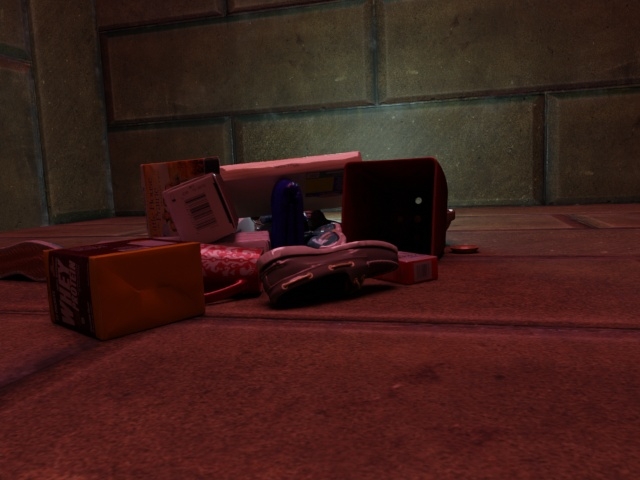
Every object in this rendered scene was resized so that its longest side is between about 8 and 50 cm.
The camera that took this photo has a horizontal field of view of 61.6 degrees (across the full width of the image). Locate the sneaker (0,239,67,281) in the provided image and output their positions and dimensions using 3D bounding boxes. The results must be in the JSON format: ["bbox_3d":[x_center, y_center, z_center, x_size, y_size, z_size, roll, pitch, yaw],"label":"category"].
[{"bbox_3d":[-0.742,0.044,1.411,0.302,0.108,0.121,-1,11,25],"label":"sneaker"}]

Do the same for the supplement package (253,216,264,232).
[{"bbox_3d":[-0.345,-0.101,2.335,0.204,0.145,0.262,-8,9,-36],"label":"supplement package"}]

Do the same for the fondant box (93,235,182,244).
[{"bbox_3d":[-0.429,0.056,1.251,0.238,0.096,0.330,-4,8,-7],"label":"fondant box"}]

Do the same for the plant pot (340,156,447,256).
[{"bbox_3d":[0.231,-0.072,1.509,0.267,0.267,0.236,2,-4,31],"label":"plant pot"}]

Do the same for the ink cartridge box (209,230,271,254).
[{"bbox_3d":[-0.205,0.033,1.372,0.159,0.092,0.218,-4,6,-5],"label":"ink cartridge box"}]

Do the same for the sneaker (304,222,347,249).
[{"bbox_3d":[0.000,0.000,1.421,0.110,0.107,0.275,13,4,-8],"label":"sneaker"}]

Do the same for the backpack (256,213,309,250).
[{"bbox_3d":[-0.138,-0.026,1.758,0.158,0.116,0.173,1,11,36],"label":"backpack"}]

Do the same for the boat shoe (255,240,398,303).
[{"bbox_3d":[0.028,0.063,1.040,0.305,0.091,0.109,-4,-30,-28],"label":"boat shoe"}]

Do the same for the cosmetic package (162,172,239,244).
[{"bbox_3d":[-0.288,-0.080,1.342,0.129,0.153,0.296,-23,10,-5],"label":"cosmetic package"}]

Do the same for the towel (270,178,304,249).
[{"bbox_3d":[-0.095,-0.043,1.396,0.076,0.227,0.308,-3,8,-8],"label":"towel"}]

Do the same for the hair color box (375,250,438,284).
[{"bbox_3d":[0.170,0.056,1.201,0.093,0.053,0.167,-8,7,-34],"label":"hair color box"}]

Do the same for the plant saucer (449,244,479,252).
[{"bbox_3d":[0.411,0.025,1.534,0.083,0.015,0.083,-3,6,0],"label":"plant saucer"}]

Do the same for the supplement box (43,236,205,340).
[{"bbox_3d":[-0.338,0.072,0.929,0.194,0.129,0.191,4,10,43],"label":"supplement box"}]

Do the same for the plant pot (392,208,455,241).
[{"bbox_3d":[0.317,-0.043,1.742,0.237,0.109,0.237,-3,7,0],"label":"plant pot"}]

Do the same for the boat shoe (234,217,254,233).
[{"bbox_3d":[-0.322,-0.024,1.883,0.102,0.108,0.301,1,15,15],"label":"boat shoe"}]

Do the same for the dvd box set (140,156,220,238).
[{"bbox_3d":[-0.447,-0.105,1.728,0.062,0.307,0.420,-12,12,-42],"label":"dvd box set"}]

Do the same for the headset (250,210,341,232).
[{"bbox_3d":[-0.079,-0.091,1.981,0.394,0.185,0.243,7,0,-35],"label":"headset"}]

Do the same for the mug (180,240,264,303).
[{"bbox_3d":[-0.203,0.076,1.084,0.169,0.150,0.113,2,-30,1],"label":"mug"}]

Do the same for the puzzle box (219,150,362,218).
[{"bbox_3d":[-0.085,-0.162,1.634,0.409,0.052,0.272,-7,-22,-5],"label":"puzzle box"}]
